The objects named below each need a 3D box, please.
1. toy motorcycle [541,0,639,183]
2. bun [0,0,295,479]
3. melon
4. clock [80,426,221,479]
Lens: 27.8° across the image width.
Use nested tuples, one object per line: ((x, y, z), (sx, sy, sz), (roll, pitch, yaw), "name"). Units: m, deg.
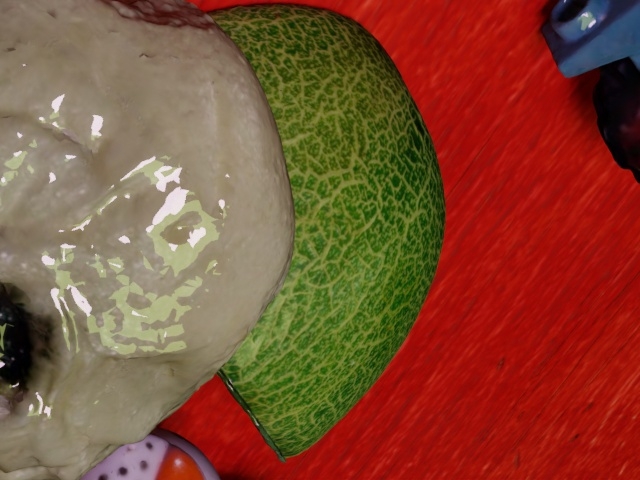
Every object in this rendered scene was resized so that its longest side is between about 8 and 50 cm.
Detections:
((0.288, -0.199, 0.654), (0.416, 0.172, 0.232), (-38, 121, 23), "toy motorcycle")
((-0.118, -0.005, 0.488), (0.221, 0.108, 0.221), (2, 107, 6), "bun")
((0.000, 0.000, 0.639), (0.169, 0.129, 0.265), (-38, 141, -7), "melon")
((-0.150, 0.172, 0.658), (0.254, 0.189, 0.189), (-21, 139, -32), "clock")
